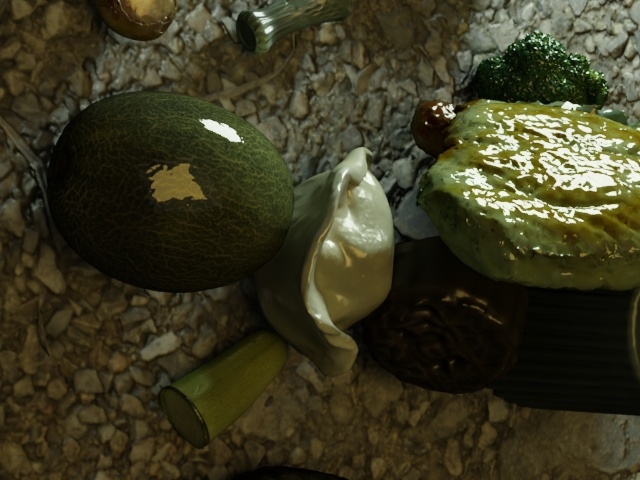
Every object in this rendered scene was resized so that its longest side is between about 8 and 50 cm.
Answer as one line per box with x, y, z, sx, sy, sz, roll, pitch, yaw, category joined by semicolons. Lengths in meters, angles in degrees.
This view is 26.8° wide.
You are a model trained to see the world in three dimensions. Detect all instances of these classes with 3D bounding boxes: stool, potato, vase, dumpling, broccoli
0.417;0.111;1.920;0.297;0.330;0.297;0;90;-32;stool
-0.239;-0.328;1.661;0.107;0.080;0.170;-36;111;-34;potato
-0.040;-0.302;1.788;0.149;0.081;0.081;-30;105;-23;vase
0.000;0.000;1.712;0.187;0.243;0.318;3;63;9;dumpling
0.319;-0.222;1.962;0.195;0.195;0.156;48;47;-22;broccoli

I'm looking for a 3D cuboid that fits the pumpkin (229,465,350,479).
-0.038;0.438;1.715;0.321;0.192;0.320;3;82;-25;pumpkin

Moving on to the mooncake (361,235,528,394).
0.167;0.108;1.823;0.228;0.228;0.124;38;41;-26;mooncake

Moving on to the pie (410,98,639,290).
0.309;-0.049;1.740;0.395;0.418;0.180;3;116;-6;pie

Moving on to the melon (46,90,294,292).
-0.174;-0.055;1.609;0.302;0.237;0.237;14;83;-33;melon

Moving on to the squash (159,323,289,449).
-0.106;0.166;1.752;0.224;0.094;0.094;-41;111;-32;squash
